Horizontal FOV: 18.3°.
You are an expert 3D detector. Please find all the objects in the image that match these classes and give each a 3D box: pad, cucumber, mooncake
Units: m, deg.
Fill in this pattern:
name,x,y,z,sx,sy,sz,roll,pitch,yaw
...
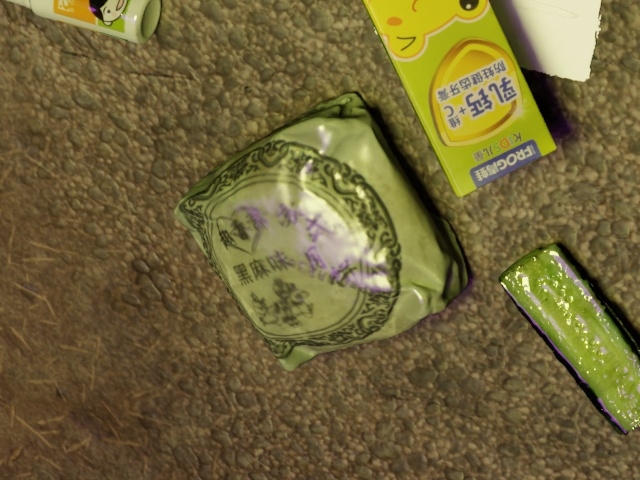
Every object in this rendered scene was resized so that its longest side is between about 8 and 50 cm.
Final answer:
name,x,y,z,sx,sy,sz,roll,pitch,yaw
pad,0.163,-0.246,1.926,0.232,0.004,0.156,15,124,16
cucumber,0.273,0.098,2.045,0.078,0.062,0.211,-39,92,2
mooncake,-0.003,0.003,2.069,0.254,0.136,0.250,-26,101,34

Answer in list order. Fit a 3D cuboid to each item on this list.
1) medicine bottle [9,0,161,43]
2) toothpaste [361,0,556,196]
name,x,y,z,sx,sy,sz,roll,pitch,yaw
medicine bottle,-0.274,-0.277,2.086,0.221,0.061,0.092,17,99,16
toothpaste,0.110,-0.208,1.894,0.110,0.077,0.327,-26,108,1
